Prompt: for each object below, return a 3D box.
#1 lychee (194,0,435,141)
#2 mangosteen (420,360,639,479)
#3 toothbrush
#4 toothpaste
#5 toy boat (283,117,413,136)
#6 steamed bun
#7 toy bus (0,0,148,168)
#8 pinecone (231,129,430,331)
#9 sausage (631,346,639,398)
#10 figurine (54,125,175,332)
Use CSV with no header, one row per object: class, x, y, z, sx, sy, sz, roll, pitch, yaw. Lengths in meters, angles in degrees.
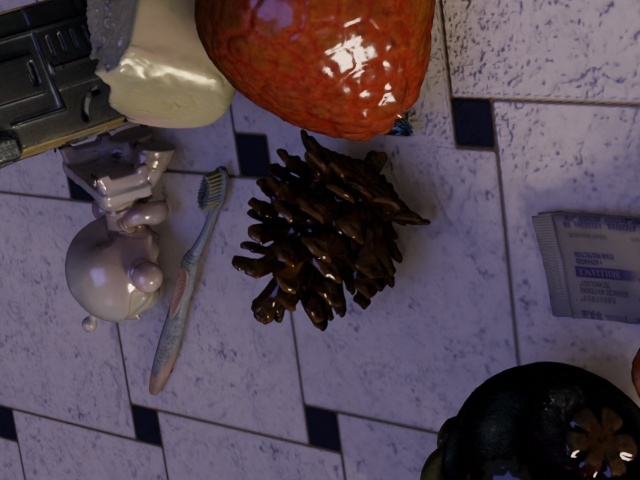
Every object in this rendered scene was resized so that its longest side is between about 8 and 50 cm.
lychee,-0.012,-0.239,1.672,0.300,0.255,0.255,43,137,-11
mangosteen,0.215,0.227,1.657,0.243,0.243,0.243,19,119,39
toothbrush,-0.167,0.057,2.098,0.028,0.037,0.375,43,134,28
toothpaste,0.310,0.028,1.600,0.282,0.068,0.099,4,81,50
toy boat,0.013,-0.152,1.815,0.210,0.066,0.084,27,153,28
steamed bun,-0.173,-0.232,1.825,0.200,0.226,0.170,30,153,-26
toy bus,-0.336,-0.177,1.938,0.202,0.365,0.177,-19,92,59
pinecone,0.001,0.001,1.811,0.185,0.168,0.212,43,120,43
sausage,0.354,0.180,1.601,0.076,0.076,0.198,-27,86,47
figurine,-0.248,0.002,2.078,0.182,0.144,0.257,22,124,34
